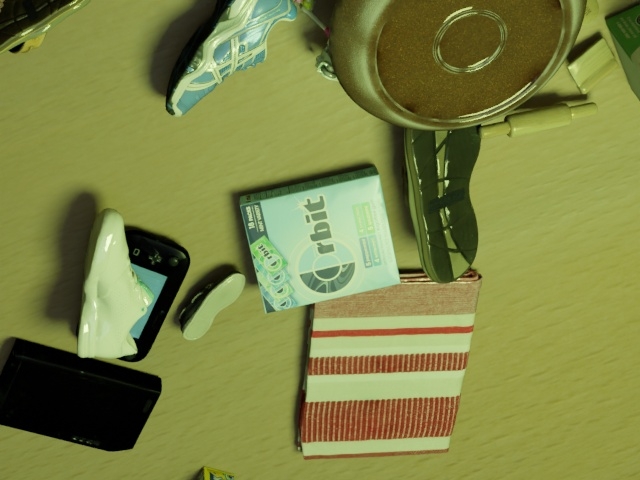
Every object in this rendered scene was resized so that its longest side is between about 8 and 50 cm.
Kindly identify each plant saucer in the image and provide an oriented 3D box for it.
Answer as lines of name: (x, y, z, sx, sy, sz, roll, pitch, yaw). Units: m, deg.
plant saucer: (0.165, -0.238, 1.549, 0.311, 0.050, 0.310, -9, 134, -9)

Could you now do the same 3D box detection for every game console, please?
game console: (-0.298, 0.134, 1.843, 0.213, 0.044, 0.361, 17, 119, -20)

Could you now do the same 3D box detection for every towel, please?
towel: (0.093, 0.181, 1.944, 0.237, 0.037, 0.329, -1, 125, -9)

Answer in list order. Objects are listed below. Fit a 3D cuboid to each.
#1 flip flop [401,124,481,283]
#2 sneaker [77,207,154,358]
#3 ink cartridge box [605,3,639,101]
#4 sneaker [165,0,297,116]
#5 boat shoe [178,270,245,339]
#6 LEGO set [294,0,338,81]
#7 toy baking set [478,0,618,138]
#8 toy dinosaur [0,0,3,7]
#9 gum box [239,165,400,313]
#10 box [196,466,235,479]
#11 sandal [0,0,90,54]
flip flop: (0.147, -0.080, 1.740, 0.112, 0.080, 0.277, -19, 116, -26)
sneaker: (-0.258, 0.056, 1.745, 0.094, 0.080, 0.212, 6, 118, -12)
ink cartridge box: (0.513, -0.239, 1.623, 0.278, 0.201, 0.117, -25, 124, 8)
sneaker: (-0.111, -0.222, 1.608, 0.081, 0.080, 0.211, 31, 115, -23)
boat shoe: (-0.149, 0.081, 1.834, 0.046, 0.038, 0.125, 15, 123, -41)
LEGO set: (0.065, -0.320, 1.582, 0.287, 0.107, 0.132, -53, 151, 19)
toy baking set: (0.247, -0.221, 1.683, 0.256, 0.030, 0.196, -17, 114, -12)
toy dinosaur: (-0.387, -0.298, 1.492, 0.200, 0.127, 0.295, 6, 129, -21)
gum box: (0.000, 0.000, 1.779, 0.184, 0.041, 0.157, -12, 110, 0)
box: (-0.185, 0.425, 2.049, 0.054, 0.059, 0.169, 19, 119, -18)
sandal: (-0.338, -0.249, 1.569, 0.180, 0.072, 0.049, -25, 146, 3)
